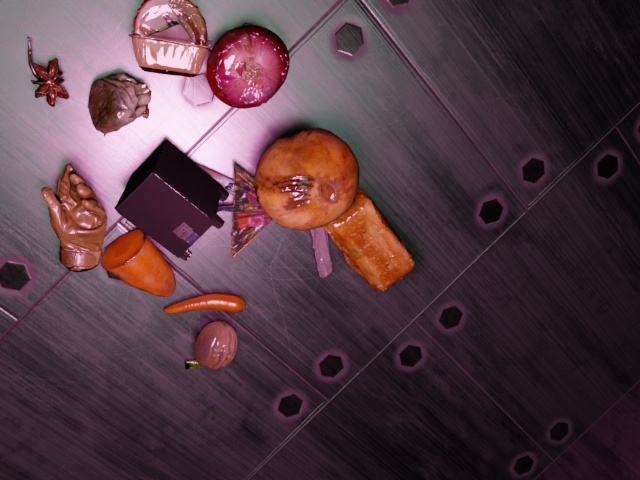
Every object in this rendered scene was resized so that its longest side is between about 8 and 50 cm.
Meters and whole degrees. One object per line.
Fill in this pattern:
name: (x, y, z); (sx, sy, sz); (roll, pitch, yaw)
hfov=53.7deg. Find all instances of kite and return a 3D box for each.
kite: (-0.218, -0.096, 2.010); (0.233, 0.016, 0.321); (-5, 117, -23)

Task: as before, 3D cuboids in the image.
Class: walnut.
walnut: (-0.340, 0.345, 2.068); (0.140, 0.140, 0.162); (25, 109, -21)

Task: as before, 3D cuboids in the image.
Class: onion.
onion: (-0.208, -0.497, 1.811); (0.248, 0.161, 0.248); (-4, 112, -10)

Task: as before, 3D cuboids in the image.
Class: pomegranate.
pomegranate: (-0.041, -0.181, 1.894); (0.322, 0.322, 0.322); (-5, 109, -14)

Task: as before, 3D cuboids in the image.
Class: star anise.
star anise: (-0.758, -0.460, 1.729); (0.097, 0.070, 0.191); (-23, 113, -36)

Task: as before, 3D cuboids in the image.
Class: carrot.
carrot: (-0.534, 0.088, 1.940); (0.159, 0.159, 0.225); (-40, 127, 0)
carrot: (-0.371, 0.205, 2.057); (0.271, 0.066, 0.062); (2, 64, -13)

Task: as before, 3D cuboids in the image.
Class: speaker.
speaker: (-0.421, -0.115, 1.828); (0.184, 0.232, 0.254); (-40, 116, 20)

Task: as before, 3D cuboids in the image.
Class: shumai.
shumai: (-0.562, -0.382, 1.792); (0.142, 0.184, 0.184); (-3, 111, -46)

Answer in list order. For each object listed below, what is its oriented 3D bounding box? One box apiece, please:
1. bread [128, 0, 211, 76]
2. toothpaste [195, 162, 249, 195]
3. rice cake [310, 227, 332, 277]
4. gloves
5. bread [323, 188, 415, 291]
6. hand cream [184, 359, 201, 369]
bread: (-0.412, -0.567, 1.743); (0.224, 0.142, 0.212); (4, 110, -15)
toothpaste: (-0.300, -0.180, 1.959); (0.205, 0.036, 0.056); (26, 101, -25)
rice cake: (0.000, 0.000, 2.090); (0.055, 0.049, 0.270); (-20, 112, -25)
gloves: (-0.703, -0.070, 1.831); (0.154, 0.141, 0.331); (11, 117, 8)
bread: (0.154, -0.002, 2.077); (0.195, 0.149, 0.344); (-35, 117, 4)
hand cream: (-0.395, 0.414, 2.133); (0.122, 0.023, 0.036); (-5, 120, -12)
